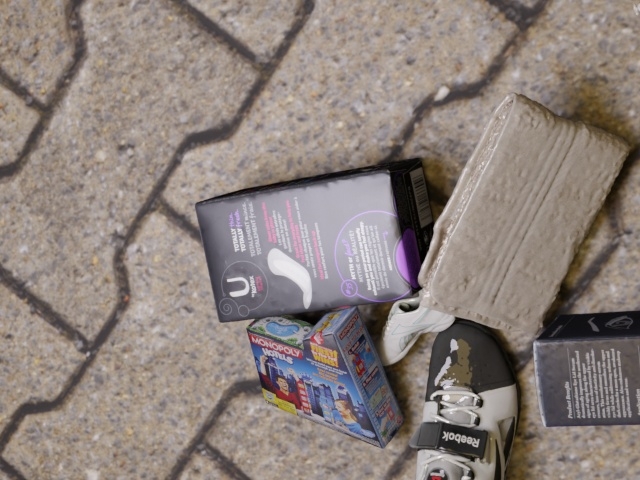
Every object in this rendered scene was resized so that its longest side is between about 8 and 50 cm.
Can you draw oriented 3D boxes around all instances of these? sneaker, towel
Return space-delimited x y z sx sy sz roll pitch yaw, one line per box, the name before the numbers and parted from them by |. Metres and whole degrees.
sneaker | 0.106 0.107 1.685 0.061 0.054 0.152 33 124 -28
towel | 0.241 -0.025 1.579 0.187 0.049 0.282 18 107 -27
sneaker | 0.178 0.269 1.650 0.122 0.146 0.331 1 97 23

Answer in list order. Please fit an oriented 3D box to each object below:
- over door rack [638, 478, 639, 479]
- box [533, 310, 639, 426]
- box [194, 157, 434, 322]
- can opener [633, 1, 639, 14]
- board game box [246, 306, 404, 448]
over door rack | 0.396 0.436 1.609 0.239 0.108 0.324 47 111 8
box | 0.371 0.148 1.550 0.207 0.153 0.108 -5 97 23
box | 0.000 0.000 1.676 0.270 0.143 0.165 -8 96 22
can opener | 0.394 -0.364 1.516 0.093 0.074 0.280 -15 95 -12
board game box | 0.004 0.157 1.697 0.194 0.060 0.194 17 136 30
